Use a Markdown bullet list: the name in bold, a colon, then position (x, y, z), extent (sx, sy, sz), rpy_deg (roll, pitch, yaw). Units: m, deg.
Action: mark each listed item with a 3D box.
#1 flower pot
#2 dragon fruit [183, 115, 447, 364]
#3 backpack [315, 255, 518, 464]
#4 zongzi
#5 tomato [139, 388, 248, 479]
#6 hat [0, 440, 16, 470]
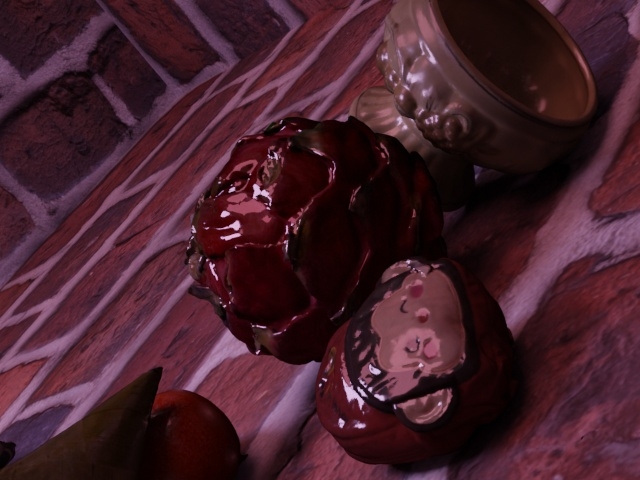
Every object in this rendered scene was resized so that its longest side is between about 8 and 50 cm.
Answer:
- **flower pot**: position (0.185, -0.185, 1.668), extent (0.244, 0.307, 0.307), rpy_deg (-47, 9, 39)
- **dragon fruit**: position (0.000, -0.003, 1.536), extent (0.329, 0.329, 0.329), rpy_deg (-36, 18, 13)
- **backpack**: position (0.093, 0.135, 1.299), extent (0.229, 0.139, 0.229), rpy_deg (-27, 39, 24)
- **zongzi**: position (-0.331, 0.268, 1.337), extent (0.160, 0.323, 0.360), rpy_deg (-1, 69, 50)
- **tomato**: position (-0.174, 0.258, 1.513), extent (0.167, 0.167, 0.167), rpy_deg (-36, 18, 13)
- **hat**: position (-0.617, 0.379, 2.019), extent (0.275, 0.232, 0.161), rpy_deg (-48, 34, 35)
